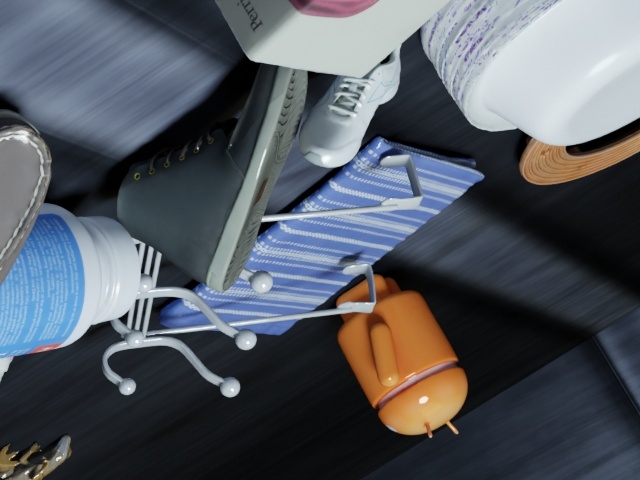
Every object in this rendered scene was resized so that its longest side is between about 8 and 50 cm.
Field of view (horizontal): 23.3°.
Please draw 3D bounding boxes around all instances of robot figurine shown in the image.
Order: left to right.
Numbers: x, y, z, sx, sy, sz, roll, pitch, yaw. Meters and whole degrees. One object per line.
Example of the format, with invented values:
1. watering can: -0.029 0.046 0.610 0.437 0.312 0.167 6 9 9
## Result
1. robot figurine: 0.103 0.152 1.963 0.128 0.219 0.158 -23 162 -21

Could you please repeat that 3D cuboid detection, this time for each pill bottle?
1. pill bottle: -0.256 0.034 1.254 0.221 0.124 0.124 -7 152 -48

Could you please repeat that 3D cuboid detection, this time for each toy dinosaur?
1. toy dinosaur: -0.391 0.302 1.882 0.211 0.064 0.112 -23 162 -17

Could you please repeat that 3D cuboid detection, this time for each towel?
1. towel: 0.000 0.000 1.714 0.336 0.040 0.243 -39 158 23

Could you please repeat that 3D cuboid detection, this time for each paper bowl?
1. paper bowl: 0.243 -0.191 1.366 0.284 0.148 0.284 -27 163 -9

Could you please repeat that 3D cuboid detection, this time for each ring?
1. ring: 0.375 -0.171 1.809 0.337 0.032 0.336 -27 161 -10

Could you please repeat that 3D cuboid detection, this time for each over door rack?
1. over door rack: -0.052 0.051 1.571 0.324 0.108 0.239 -16 153 -22

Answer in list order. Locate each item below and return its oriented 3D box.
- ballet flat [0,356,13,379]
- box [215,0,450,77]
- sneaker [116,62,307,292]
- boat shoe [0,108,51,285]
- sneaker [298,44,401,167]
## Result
1. ballet flat: -0.359 0.139 1.458 0.221 0.079 0.077 -28 161 -3
2. box: 0.036 -0.229 0.944 0.232 0.148 0.127 -40 159 28
3. sneaker: -0.095 -0.074 1.294 0.222 0.118 0.083 -68 170 20
4. boat shoe: -0.295 0.039 1.071 0.324 0.116 0.097 -48 -157 -16
5. sneaker: 0.026 -0.123 1.318 0.152 0.054 0.061 -58 169 -38
